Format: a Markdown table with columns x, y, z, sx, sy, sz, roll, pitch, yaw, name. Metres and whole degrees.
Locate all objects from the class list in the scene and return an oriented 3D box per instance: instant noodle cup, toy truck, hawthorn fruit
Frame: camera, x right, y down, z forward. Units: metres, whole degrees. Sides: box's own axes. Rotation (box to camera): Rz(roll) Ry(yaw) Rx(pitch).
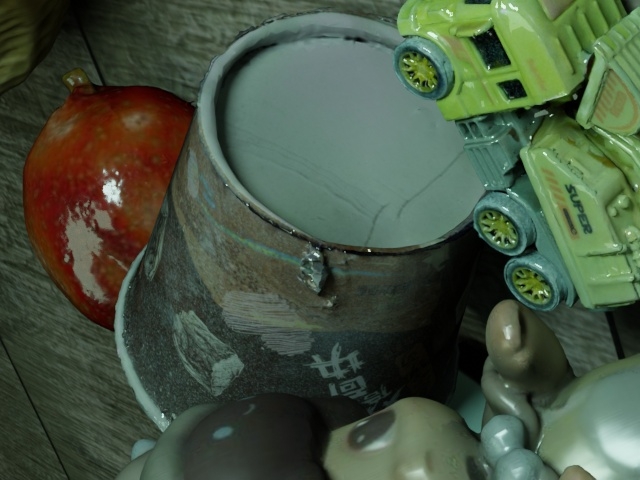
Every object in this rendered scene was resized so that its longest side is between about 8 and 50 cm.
| x | y | z | sx | sy | sz | roll | pitch | yaw | name |
| --- | --- | --- | --- | --- | --- | --- | --- | --- | --- |
| 0.000 | 0.000 | 1.013 | 0.217 | 0.217 | 0.207 | 45 | 145 | 21 | instant noodle cup |
| 0.127 | -0.053 | 0.866 | 0.116 | 0.085 | 0.191 | -5 | 120 | 50 | toy truck |
| -0.133 | -0.032 | 1.248 | 0.188 | 0.169 | 0.169 | 53 | 154 | 2 | hawthorn fruit |

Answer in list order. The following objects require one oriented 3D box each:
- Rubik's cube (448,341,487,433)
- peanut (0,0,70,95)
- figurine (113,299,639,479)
| x | y | z | sx | sy | sz | roll | pitch | yaw | name |
| --- | --- | --- | --- | --- | --- | --- | --- | --- | --- |
| 0.085 | 0.286 | 1.106 | 0.293 | 0.288 | 0.283 | 39 | 149 | 33 | Rubik's cube |
| -0.254 | -0.189 | 1.273 | 0.140 | 0.153 | 0.325 | 55 | 147 | 9 | peanut |
| 0.064 | 0.147 | 0.877 | 0.203 | 0.380 | 0.248 | 55 | -168 | -49 | figurine |
